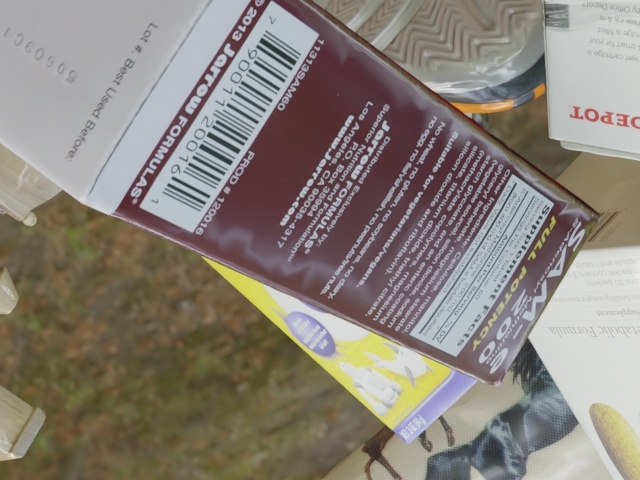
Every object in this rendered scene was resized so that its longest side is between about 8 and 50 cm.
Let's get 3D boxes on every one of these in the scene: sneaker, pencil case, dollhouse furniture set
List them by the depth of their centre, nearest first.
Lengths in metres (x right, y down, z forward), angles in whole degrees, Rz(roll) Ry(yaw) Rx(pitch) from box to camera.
[{"bbox_3d":[0.059,-0.104,1.016,0.124,0.321,0.180,-47,124,-6],"label":"sneaker"},{"bbox_3d":[0.107,0.174,1.322,0.410,0.160,0.183,-43,161,10],"label":"pencil case"},{"bbox_3d":[-0.264,0.001,1.646,0.174,0.356,0.303,37,155,-18],"label":"dollhouse furniture set"}]

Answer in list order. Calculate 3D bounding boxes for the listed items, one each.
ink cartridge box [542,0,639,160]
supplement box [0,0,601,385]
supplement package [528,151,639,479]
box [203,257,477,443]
[{"bbox_3d":[0.146,-0.104,0.775,0.056,0.099,0.135,-34,127,-46],"label":"ink cartridge box"},{"bbox_3d":[-0.023,-0.038,0.557,0.073,0.130,0.239,-57,149,3],"label":"supplement box"},{"bbox_3d":[0.230,0.065,1.087,0.134,0.244,0.139,-44,-159,-30],"label":"supplement package"},{"bbox_3d":[0.000,0.000,0.814,0.043,0.179,0.105,-44,175,-30],"label":"box"}]
